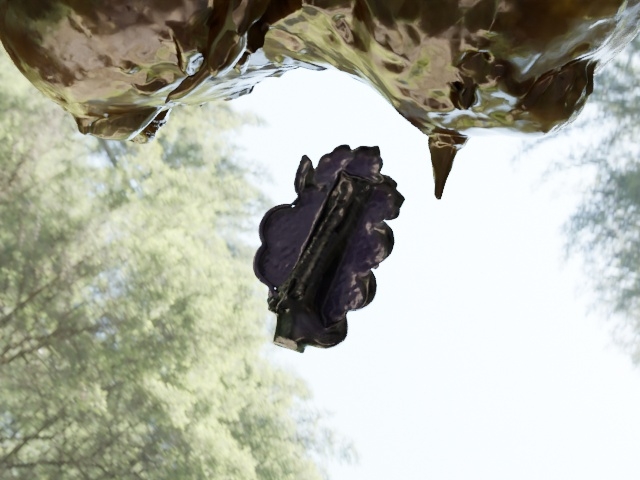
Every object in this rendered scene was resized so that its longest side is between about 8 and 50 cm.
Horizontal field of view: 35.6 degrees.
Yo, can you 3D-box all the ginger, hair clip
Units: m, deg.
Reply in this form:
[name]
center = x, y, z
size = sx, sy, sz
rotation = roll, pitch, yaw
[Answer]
[ginger]
center = -0.013, -0.131, 0.491
size = 0.418, 0.176, 0.254
rotation = -17, -96, 35
[hair clip]
center = 0.000, 0.000, 0.854
size = 0.124, 0.052, 0.195
rotation = 18, -106, 16

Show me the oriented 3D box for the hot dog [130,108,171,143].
[hot dog]
center = -0.175, -0.250, 1.183
size = 0.068, 0.083, 0.289
rotation = 6, -110, 33
